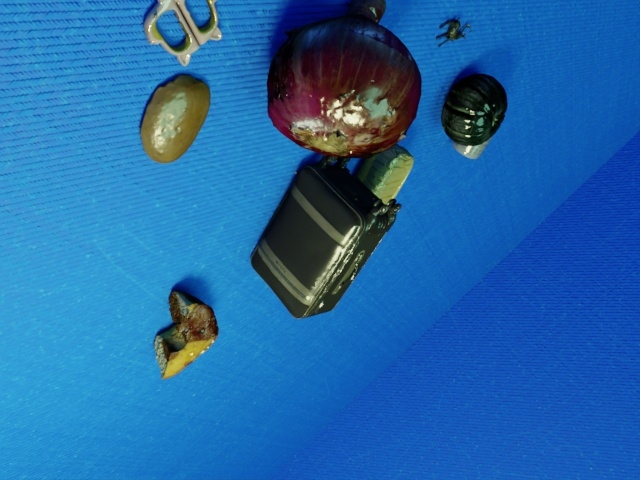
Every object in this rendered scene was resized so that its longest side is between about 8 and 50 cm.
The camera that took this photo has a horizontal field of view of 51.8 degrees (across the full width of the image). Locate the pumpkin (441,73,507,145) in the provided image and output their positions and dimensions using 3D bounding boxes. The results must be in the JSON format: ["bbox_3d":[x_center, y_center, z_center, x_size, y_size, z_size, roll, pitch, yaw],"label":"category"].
[{"bbox_3d":[0.459,-0.389,1.965,0.220,0.162,0.220,-40,153,-25],"label":"pumpkin"}]

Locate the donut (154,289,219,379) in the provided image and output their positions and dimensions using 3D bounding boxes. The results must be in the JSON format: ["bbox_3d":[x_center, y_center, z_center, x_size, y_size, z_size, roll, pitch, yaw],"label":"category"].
[{"bbox_3d":[-0.367,0.236,1.828,0.151,0.112,0.295,-15,143,-45],"label":"donut"}]

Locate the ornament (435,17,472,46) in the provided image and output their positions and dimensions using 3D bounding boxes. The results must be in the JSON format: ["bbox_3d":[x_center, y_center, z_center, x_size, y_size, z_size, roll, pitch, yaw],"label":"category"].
[{"bbox_3d":[0.362,-0.560,1.751,0.125,0.028,0.073,-22,146,-31],"label":"ornament"}]

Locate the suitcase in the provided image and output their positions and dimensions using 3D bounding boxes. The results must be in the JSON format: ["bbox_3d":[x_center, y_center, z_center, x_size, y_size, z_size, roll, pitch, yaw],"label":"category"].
[{"bbox_3d":[0.000,0.000,1.790,0.194,0.283,0.434,-9,138,-50],"label":"suitcase"}]

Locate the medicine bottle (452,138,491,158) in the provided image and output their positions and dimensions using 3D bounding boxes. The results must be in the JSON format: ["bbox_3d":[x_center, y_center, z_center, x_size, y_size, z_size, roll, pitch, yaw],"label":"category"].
[{"bbox_3d":[0.510,-0.357,2.133,0.105,0.105,0.168,-8,136,-47],"label":"medicine bottle"}]

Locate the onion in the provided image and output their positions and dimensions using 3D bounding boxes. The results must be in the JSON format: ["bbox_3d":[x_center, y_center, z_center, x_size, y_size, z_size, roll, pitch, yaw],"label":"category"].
[{"bbox_3d":[0.065,-0.364,1.407,0.348,0.347,0.385,50,52,-62],"label":"onion"}]

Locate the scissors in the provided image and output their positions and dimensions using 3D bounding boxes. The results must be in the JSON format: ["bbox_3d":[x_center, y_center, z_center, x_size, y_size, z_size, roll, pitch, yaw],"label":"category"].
[{"bbox_3d":[-0.262,-0.434,1.133,0.160,0.024,0.317,-39,151,-7],"label":"scissors"}]

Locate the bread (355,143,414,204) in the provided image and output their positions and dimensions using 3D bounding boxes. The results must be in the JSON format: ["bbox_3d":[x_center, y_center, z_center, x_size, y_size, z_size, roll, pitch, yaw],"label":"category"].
[{"bbox_3d":[0.175,-0.184,1.941,0.140,0.106,0.236,-8,136,-45],"label":"bread"}]

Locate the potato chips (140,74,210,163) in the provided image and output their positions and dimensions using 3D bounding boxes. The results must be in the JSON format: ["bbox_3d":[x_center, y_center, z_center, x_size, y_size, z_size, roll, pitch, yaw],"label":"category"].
[{"bbox_3d":[-0.289,-0.239,1.342,0.150,0.049,0.202,-8,130,-54],"label":"potato chips"}]
